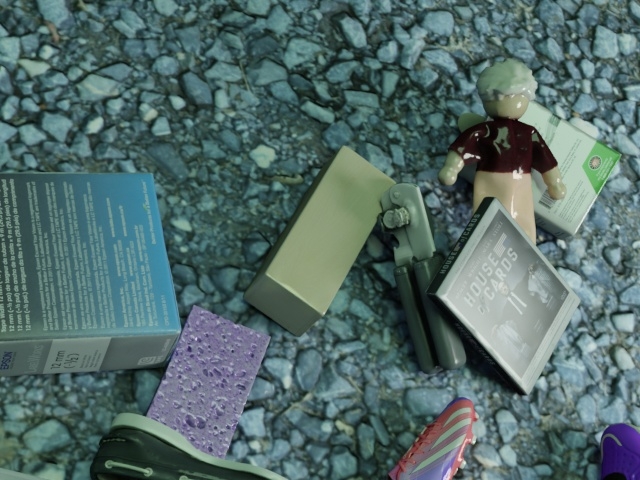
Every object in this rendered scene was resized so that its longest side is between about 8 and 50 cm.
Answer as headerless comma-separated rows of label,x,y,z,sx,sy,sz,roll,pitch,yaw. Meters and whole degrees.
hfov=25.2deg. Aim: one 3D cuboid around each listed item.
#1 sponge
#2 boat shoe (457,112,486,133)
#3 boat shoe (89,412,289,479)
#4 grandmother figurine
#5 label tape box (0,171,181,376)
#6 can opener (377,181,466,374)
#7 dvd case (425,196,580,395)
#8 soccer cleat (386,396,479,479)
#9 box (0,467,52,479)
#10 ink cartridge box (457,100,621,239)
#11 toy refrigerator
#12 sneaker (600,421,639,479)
sponge,-0.153,0.193,1.907,0.117,0.031,0.210,25,54,-6
boat shoe,0.281,-0.164,2.295,0.137,0.049,0.043,26,12,-2
boat shoe,-0.141,0.320,1.791,0.302,0.114,0.091,20,53,6
grandmother figurine,0.267,-0.101,2.129,0.208,0.104,0.342,5,88,-32
label tape box,-0.376,0.042,1.866,0.347,0.115,0.249,-2,60,-20
can opener,0.152,0.048,2.042,0.093,0.074,0.280,-7,82,-46
dvd case,0.265,0.081,2.050,0.239,0.029,0.179,47,64,-29
soccer cleat,0.140,0.303,1.929,0.095,0.083,0.248,25,56,0
box,-0.374,0.400,1.549,0.127,0.262,0.231,15,55,-13
ink cartridge box,0.333,-0.119,2.225,0.208,0.087,0.153,33,83,-1
toy refrigerator,0.000,0.000,2.053,0.102,0.094,0.269,35,54,-7
sneaker,0.412,0.387,1.967,0.146,0.102,0.293,1,60,-20
